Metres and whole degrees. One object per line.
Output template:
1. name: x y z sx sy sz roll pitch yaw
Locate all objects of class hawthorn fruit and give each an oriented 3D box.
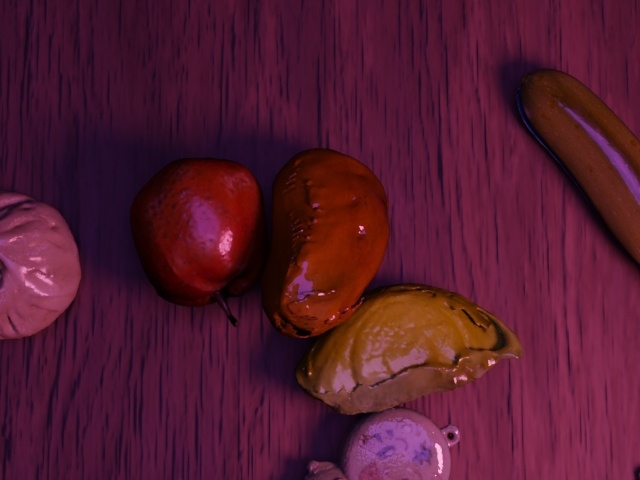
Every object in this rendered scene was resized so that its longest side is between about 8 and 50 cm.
1. hawthorn fruit: -0.126 0.008 1.609 0.157 0.157 0.194 -16 74 -6

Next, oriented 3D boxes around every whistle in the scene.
1. whistle: 0.040 0.270 1.631 0.258 0.067 0.126 -26 90 -2

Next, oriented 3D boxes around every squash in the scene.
1. squash: 0.352 -0.067 1.687 0.094 0.094 0.341 -35 82 -8

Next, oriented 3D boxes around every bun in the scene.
1. bun: -0.362 0.022 1.624 0.183 0.102 0.183 1 79 -4

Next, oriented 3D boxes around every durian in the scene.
1. durian: 0.092 0.120 1.629 0.250 0.101 0.139 -17 68 -6

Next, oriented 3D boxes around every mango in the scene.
1. mango: 0.000 0.000 1.595 0.156 0.151 0.249 52 37 -28

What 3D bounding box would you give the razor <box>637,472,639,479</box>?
1. razor: 0.477 0.287 1.671 0.211 0.036 0.084 -10 63 -10
